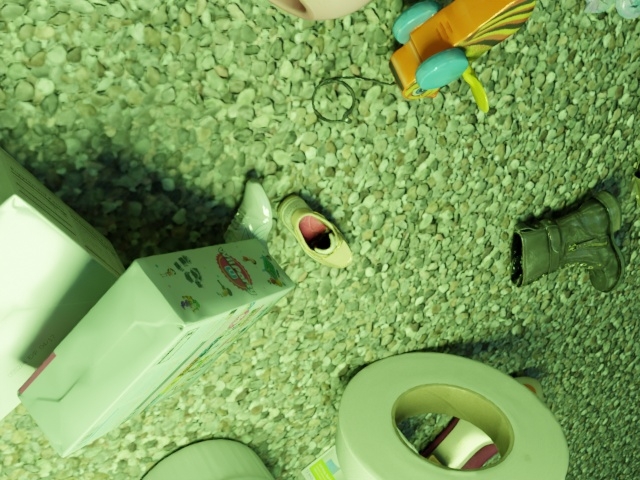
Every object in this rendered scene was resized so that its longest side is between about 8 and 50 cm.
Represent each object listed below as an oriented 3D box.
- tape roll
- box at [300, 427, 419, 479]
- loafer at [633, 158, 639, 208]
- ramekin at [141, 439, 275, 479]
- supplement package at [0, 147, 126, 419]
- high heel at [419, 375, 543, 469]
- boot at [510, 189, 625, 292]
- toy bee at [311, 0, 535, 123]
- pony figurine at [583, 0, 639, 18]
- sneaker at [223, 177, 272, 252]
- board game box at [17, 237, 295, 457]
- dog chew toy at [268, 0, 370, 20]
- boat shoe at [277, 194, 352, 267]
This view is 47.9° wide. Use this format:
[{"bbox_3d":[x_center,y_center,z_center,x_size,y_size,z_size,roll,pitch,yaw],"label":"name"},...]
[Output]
[{"bbox_3d":[0.219,0.335,1.218,0.391,0.392,0.072,-9,123,-27],"label":"tape roll"},{"bbox_3d":[0.085,0.442,1.384,0.203,0.114,0.103,-37,130,-5],"label":"box"},{"bbox_3d":[0.644,-0.122,1.422,0.050,0.056,0.148,-17,116,-21],"label":"loafer"},{"bbox_3d":[-0.189,0.472,1.219,0.277,0.135,0.277,-15,125,-23],"label":"ramekin"},{"bbox_3d":[-0.388,0.062,0.829,0.262,0.145,0.204,-42,132,-3],"label":"supplement package"},{"bbox_3d":[0.322,0.432,1.562,0.377,0.127,0.181,-31,159,-17],"label":"high heel"},{"bbox_3d":[0.468,0.034,1.399,0.228,0.091,0.263,-25,125,-9],"label":"boot"},{"bbox_3d":[0.151,-0.259,0.980,0.162,0.298,0.196,2,83,-63],"label":"toy bee"},{"bbox_3d":[0.344,-0.423,0.826,0.350,0.303,0.363,-28,141,21],"label":"pony figurine"},{"bbox_3d":[-0.104,-0.016,1.020,0.061,0.054,0.152,-9,123,-24],"label":"sneaker"},{"bbox_3d":[-0.184,0.114,0.888,0.224,0.097,0.303,-44,170,17],"label":"board game box"},{"bbox_3d":[0.033,-0.409,0.771,0.206,0.206,0.332,31,91,-41],"label":"dog chew toy"},{"bbox_3d":[0.000,0.000,1.090,0.063,0.059,0.170,-47,131,2],"label":"boat shoe"}]
